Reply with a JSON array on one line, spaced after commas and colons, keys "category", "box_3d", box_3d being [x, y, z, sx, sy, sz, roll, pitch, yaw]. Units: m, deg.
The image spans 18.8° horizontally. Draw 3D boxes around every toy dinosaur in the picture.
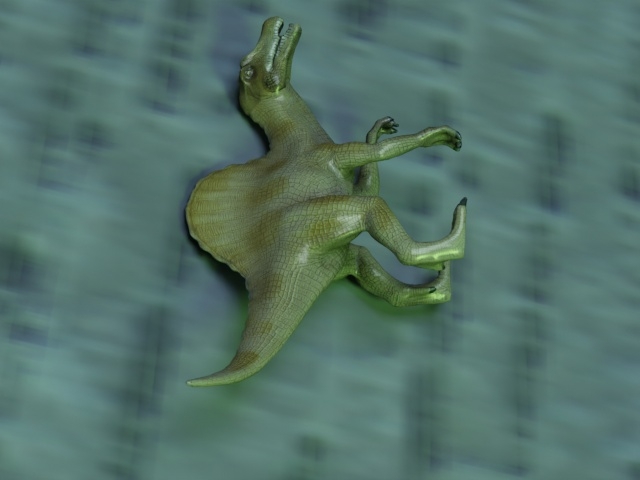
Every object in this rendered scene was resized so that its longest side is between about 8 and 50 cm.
[{"category": "toy dinosaur", "box_3d": [0.000, 0.000, 0.646, 0.092, 0.053, 0.183, 5, 43, -1]}]
